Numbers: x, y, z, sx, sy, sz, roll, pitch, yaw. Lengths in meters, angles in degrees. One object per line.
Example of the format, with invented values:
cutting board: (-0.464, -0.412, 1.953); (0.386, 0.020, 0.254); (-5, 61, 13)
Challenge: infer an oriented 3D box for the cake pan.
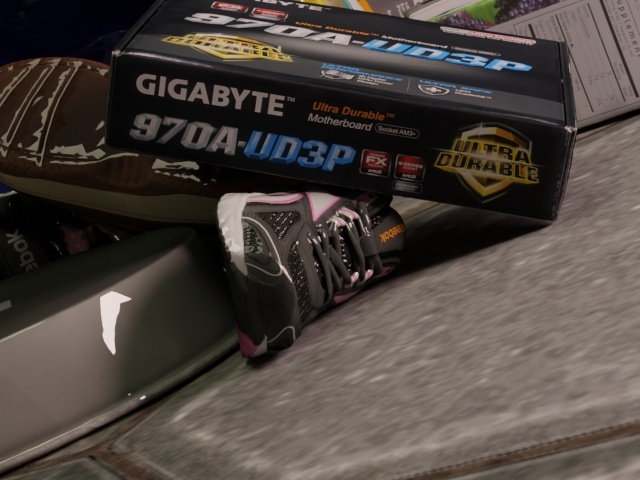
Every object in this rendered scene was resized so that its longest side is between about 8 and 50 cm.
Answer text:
cake pan: (-0.169, 0.065, 0.941); (0.293, 0.054, 0.293); (-21, 8, 3)

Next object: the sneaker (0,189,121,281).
sneaker: (-0.135, -0.006, 1.168); (0.276, 0.097, 0.135); (-22, 7, 17)

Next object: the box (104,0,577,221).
box: (0.015, -0.075, 0.948); (0.220, 0.051, 0.175); (10, 19, 3)

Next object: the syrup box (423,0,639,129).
syrup box: (0.180, -0.128, 1.141); (0.237, 0.096, 0.093); (-19, 8, 31)

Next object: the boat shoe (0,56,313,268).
boat shoe: (-0.104, -0.032, 1.066); (0.257, 0.095, 0.095); (18, 56, 37)

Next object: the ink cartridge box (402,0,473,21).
ink cartridge box: (0.102, -0.126, 1.323); (0.056, 0.099, 0.135); (-23, 7, 4)

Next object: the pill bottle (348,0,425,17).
pill bottle: (0.033, -0.204, 1.814); (0.162, 0.162, 0.278); (-17, 9, 32)

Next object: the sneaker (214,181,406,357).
sneaker: (0.000, 0.000, 0.877); (0.077, 0.072, 0.178); (-10, 15, 9)

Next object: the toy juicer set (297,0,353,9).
toy juicer set: (0.008, -0.164, 1.369); (0.089, 0.209, 0.329); (-37, 26, 12)

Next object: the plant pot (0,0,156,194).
plant pot: (-0.156, -0.093, 1.369); (0.236, 0.236, 0.212); (-20, 1, 11)
